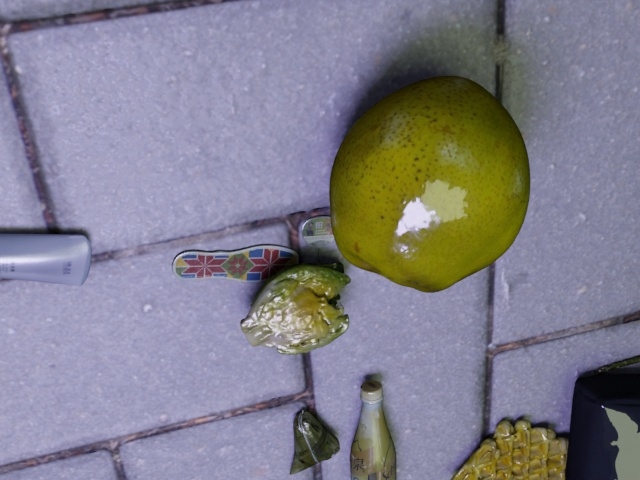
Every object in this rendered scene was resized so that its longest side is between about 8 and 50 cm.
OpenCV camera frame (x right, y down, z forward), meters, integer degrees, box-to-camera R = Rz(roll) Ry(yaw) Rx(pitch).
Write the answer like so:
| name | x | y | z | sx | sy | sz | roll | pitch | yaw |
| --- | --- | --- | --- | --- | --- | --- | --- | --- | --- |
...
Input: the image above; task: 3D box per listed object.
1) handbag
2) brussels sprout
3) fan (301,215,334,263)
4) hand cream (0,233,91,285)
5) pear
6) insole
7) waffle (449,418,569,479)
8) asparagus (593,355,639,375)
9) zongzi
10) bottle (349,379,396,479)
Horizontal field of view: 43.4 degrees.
| name | x | y | z | sx | sy | sz | roll | pitch | yaw |
| --- | --- | --- | --- | --- | --- | --- | --- | --- | --- |
| handbag | 0.603 | 0.408 | 1.486 | 0.275 | 0.178 | 0.301 | 0 | 99 | -8 |
| brussels sprout | -0.035 | 0.098 | 1.215 | 0.181 | 0.100 | 0.139 | -17 | 117 | -7 |
| fan | -0.006 | -0.006 | 1.223 | 0.060 | 0.003 | 0.080 | 23 | 108 | -26 |
| hand cream | -0.440 | 0.022 | 1.079 | 0.255 | 0.048 | 0.079 | 3 | 122 | -22 |
| pear | 0.150 | -0.076 | 1.084 | 0.294 | 0.294 | 0.294 | -7 | 119 | -13 |
| insole | -0.125 | 0.036 | 1.207 | 0.193 | 0.006 | 0.065 | -1 | 117 | -17 |
| waffle | 0.371 | 0.466 | 1.567 | 0.250 | 0.056 | 0.261 | 32 | 101 | -30 |
| asparagus | 0.571 | 0.237 | 1.529 | 0.114 | 0.014 | 0.015 | -13 | 102 | -9 |
| zongzi | -0.038 | 0.351 | 1.386 | 0.113 | 0.052 | 0.104 | -32 | 115 | 17 |
| bottle | 0.092 | 0.361 | 1.405 | 0.083 | 0.083 | 0.269 | -10 | 120 | -12 |
